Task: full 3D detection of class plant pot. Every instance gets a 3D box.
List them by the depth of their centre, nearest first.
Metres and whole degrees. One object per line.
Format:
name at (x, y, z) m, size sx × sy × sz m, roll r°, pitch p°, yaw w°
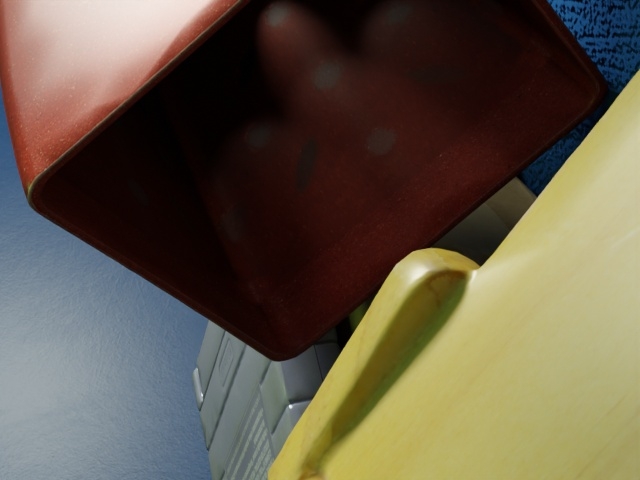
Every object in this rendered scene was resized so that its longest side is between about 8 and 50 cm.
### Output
plant pot at (-0.037, -0.133, 0.916) m, size 0.267 × 0.267 × 0.236 m, roll 38°, pitch -165°, yaw -52°

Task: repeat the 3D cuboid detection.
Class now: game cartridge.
game cartridge at (-0.034, 0.144, 1.168) m, size 0.355 × 0.068 × 0.230 m, roll 113°, pitch 142°, yaw -64°

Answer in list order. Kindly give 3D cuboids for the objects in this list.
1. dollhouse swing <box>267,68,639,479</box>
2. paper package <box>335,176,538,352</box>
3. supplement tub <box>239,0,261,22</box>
dollhouse swing at (0.177, 0.109, 0.448) m, size 0.315 × 0.305 × 0.347 m, roll 51°, pitch -179°, yaw -20°
paper package at (0.082, 0.121, 1.148) m, size 0.309 × 0.168 × 0.325 m, roll -125°, pitch 31°, yaw -60°
supplement tub at (-0.006, -0.206, 1.203) m, size 0.272 × 0.191 × 0.191 m, roll -140°, pitch 37°, yaw -74°
